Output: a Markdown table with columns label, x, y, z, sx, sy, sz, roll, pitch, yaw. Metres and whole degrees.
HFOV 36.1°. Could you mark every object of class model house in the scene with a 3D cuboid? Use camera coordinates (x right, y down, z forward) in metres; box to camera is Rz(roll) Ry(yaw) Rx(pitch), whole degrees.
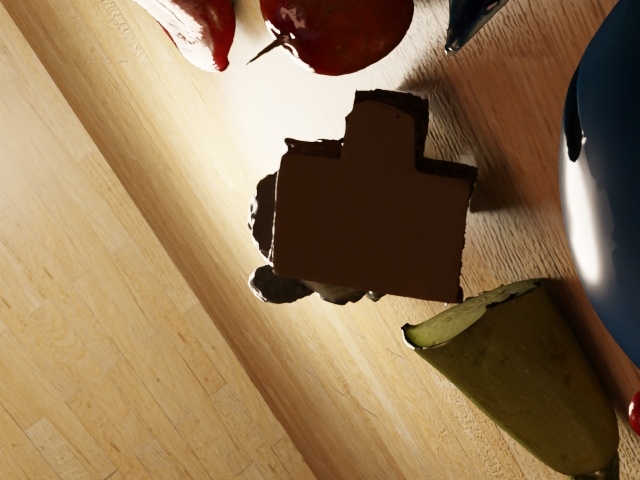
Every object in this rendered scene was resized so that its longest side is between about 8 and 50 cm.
| label | x | y | z | sx | sy | sz | roll | pitch | yaw |
| --- | --- | --- | --- | --- | --- | --- | --- | --- | --- |
| model house | 0.055 | -0.056 | 0.933 | 0.248 | 0.180 | 0.176 | -67 | -15 | -79 |

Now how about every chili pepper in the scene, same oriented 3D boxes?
| label | x | y | z | sx | sy | sz | roll | pitch | yaw |
| --- | --- | --- | --- | --- | --- | --- | --- | --- | --- |
| chili pepper | -0.155 | -0.282 | 1.089 | 0.144 | 0.136 | 0.253 | -13 | 136 | 24 |

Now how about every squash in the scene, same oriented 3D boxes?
| label | x | y | z | sx | sy | sz | roll | pitch | yaw |
| --- | --- | --- | --- | --- | --- | --- | --- | --- | --- |
| squash | 0.221 | 0.140 | 0.933 | 0.287 | 0.137 | 0.137 | 43 | 167 | -18 |

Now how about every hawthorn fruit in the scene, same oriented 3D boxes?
| label | x | y | z | sx | sy | sz | roll | pitch | yaw |
| --- | --- | --- | --- | --- | --- | --- | --- | --- | --- |
| hawthorn fruit | 0.006 | -0.189 | 0.779 | 0.125 | 0.140 | 0.125 | 48 | -161 | -22 |

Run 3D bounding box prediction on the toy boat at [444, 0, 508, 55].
| label | x | y | z | sx | sy | sz | roll | pitch | yaw |
| --- | --- | --- | --- | --- | --- | --- | --- | --- | --- |
| toy boat | 0.137 | -0.159 | 0.293 | 0.070 | 0.292 | 0.210 | 13 | -151 | -32 |

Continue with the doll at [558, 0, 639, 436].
| label | x | y | z | sx | sy | sz | roll | pitch | yaw |
| --- | --- | --- | --- | --- | --- | --- | --- | --- | --- |
| doll | 0.216 | 0.002 | 0.377 | 0.240 | 0.284 | 0.310 | -1 | 135 | 15 |

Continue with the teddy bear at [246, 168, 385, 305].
| label | x | y | z | sx | sy | sz | roll | pitch | yaw |
| --- | --- | --- | --- | --- | --- | --- | --- | --- | --- |
| teddy bear | -0.014 | -0.001 | 1.164 | 0.251 | 0.171 | 0.144 | 77 | 177 | -67 |
